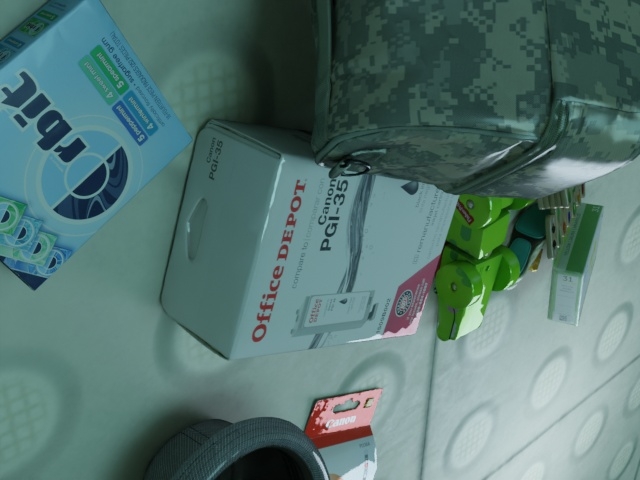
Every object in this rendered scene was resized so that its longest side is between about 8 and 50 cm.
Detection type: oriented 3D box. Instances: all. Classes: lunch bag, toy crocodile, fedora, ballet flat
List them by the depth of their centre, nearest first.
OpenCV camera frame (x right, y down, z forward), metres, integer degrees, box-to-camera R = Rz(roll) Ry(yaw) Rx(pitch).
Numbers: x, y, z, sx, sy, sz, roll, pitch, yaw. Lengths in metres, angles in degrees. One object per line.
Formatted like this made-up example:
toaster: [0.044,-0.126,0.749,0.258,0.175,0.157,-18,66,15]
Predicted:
lunch bag: [0.114,-0.197,0.673,0.256,0.212,0.305,4,80,-20]
fedora: [-0.109,0.308,0.861,0.244,0.124,0.275,-34,125,-31]
toy crocodile: [0.206,-0.012,1.037,0.115,0.105,0.340,-23,131,-37]
ballet flat: [0.307,0.007,1.173,0.168,0.057,0.052,-49,157,-29]

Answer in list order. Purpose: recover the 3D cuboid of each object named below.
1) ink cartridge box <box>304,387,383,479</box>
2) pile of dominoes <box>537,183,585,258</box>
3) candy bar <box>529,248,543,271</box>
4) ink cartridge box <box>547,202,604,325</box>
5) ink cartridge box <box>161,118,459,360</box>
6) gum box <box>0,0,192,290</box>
ink cartridge box: [0.029,0.298,1.062,0.145,0.045,0.179,2,113,-47]
pile of dominoes: [0.344,-0.109,1.056,0.251,0.040,0.196,-43,125,-50]
candy bar: [0.300,0.036,1.212,0.161,0.018,0.040,-4,114,-45]
ink cartridge box: [0.403,-0.007,1.215,0.235,0.056,0.171,81,30,-41]
ink cartridge box: [0.000,0.000,0.804,0.283,0.117,0.207,-1,112,-46]
gum box: [-0.209,-0.077,0.603,0.184,0.041,0.157,-48,138,-16]
